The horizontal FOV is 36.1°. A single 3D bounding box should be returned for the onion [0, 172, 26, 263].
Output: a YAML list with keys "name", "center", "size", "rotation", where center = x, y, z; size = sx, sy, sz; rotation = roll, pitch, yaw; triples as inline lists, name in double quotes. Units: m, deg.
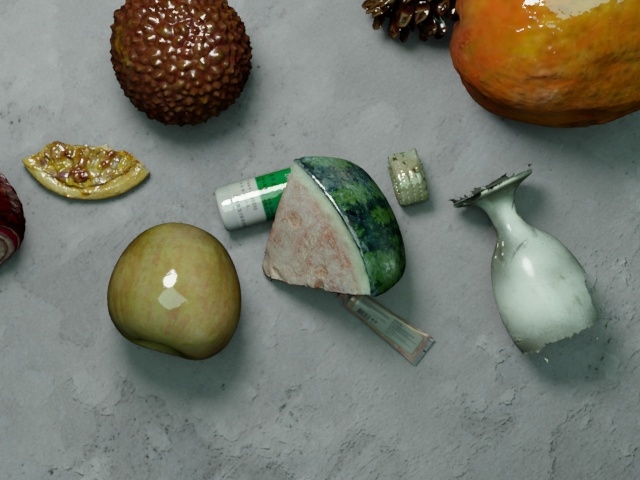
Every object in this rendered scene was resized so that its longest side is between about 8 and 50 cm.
- name: "onion"
  center: [-0.672, -0.062, 1.848]
  size: [0.207, 0.216, 0.206]
  rotation: [-21, 66, -7]

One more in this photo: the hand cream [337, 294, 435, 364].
- name: "hand cream"
  center: [0.126, 0.160, 1.944]
  size: [0.210, 0.043, 0.067]
  rotation: [37, 88, -5]

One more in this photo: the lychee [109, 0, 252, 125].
- name: "lychee"
  center: [-0.261, -0.349, 1.839]
  size: [0.276, 0.304, 0.275]
  rotation: [0, 90, -34]

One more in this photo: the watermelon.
- name: "watermelon"
  center: [0.018, -0.038, 1.862]
  size: [0.293, 0.283, 0.250]
  rotation: [3, 97, 20]

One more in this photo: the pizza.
- name: "pizza"
  center: [-0.463, -0.139, 1.928]
  size: [0.247, 0.058, 0.127]
  rotation: [16, 86, -3]

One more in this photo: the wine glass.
- name: "wine glass"
  center: [0.398, 0.043, 1.887]
  size: [0.191, 0.190, 0.357]
  rotation: [-27, 87, -3]

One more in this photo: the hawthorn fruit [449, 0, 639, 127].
- name: "hawthorn fruit"
  center: [0.459, -0.402, 1.784]
  size: [0.472, 0.472, 0.471]
  rotation: [0, 87, -2]

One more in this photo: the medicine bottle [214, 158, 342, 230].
- name: "medicine bottle"
  center: [-0.072, -0.095, 1.922]
  size: [0.260, 0.095, 0.095]
  rotation: [-18, 88, -3]

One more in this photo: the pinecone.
- name: "pinecone"
  center: [0.187, -0.476, 1.912]
  size: [0.208, 0.208, 0.207]
  rotation: [0, 87, -2]

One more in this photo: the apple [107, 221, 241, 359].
- name: "apple"
  center: [-0.265, 0.095, 1.829]
  size: [0.257, 0.257, 0.233]
  rotation: [17, 69, -1]

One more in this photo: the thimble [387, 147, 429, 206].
- name: "thimble"
  center: [0.173, -0.123, 1.935]
  size: [0.062, 0.084, 0.109]
  rotation: [-15, 93, -3]
